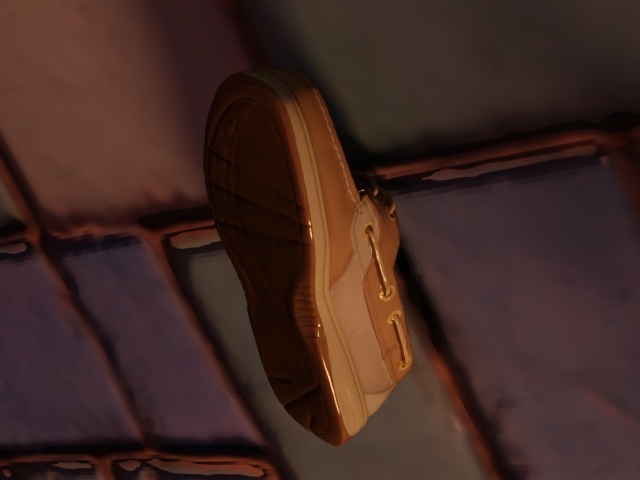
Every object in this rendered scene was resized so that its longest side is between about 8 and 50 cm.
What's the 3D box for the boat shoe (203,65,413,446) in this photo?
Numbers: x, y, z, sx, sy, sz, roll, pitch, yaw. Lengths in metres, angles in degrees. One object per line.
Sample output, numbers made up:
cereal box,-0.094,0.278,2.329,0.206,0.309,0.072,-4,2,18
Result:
boat shoe,0.000,0.000,0.549,0.050,0.045,0.135,30,143,38
